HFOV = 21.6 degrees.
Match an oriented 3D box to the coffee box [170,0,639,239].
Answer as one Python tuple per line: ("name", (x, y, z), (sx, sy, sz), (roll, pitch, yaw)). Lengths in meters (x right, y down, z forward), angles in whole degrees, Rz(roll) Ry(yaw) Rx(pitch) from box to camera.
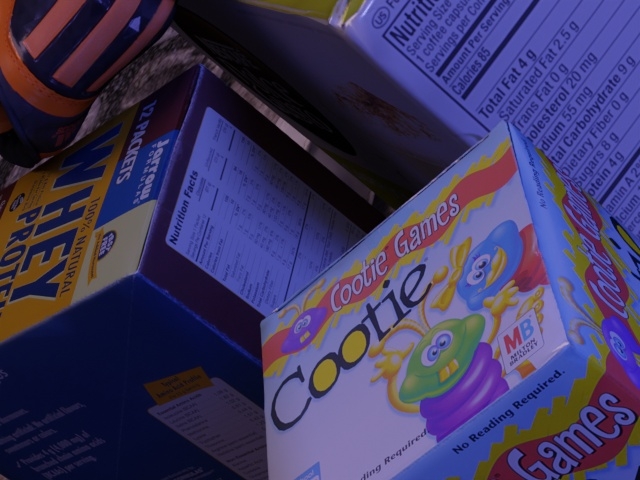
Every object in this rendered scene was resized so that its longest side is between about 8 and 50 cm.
("coffee box", (0.149, -0.163, 0.908), (0.338, 0.334, 0.338), (-54, 27, -4))

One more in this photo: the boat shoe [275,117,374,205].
("boat shoe", (0.000, 0.000, 1.214), (0.096, 0.098, 0.277), (-6, 61, 55))

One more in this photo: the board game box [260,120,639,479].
("board game box", (0.123, 0.109, 0.679), (0.144, 0.275, 0.142), (-40, 29, 22))

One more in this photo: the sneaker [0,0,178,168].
("sneaker", (-0.163, -0.159, 0.900), (0.180, 0.125, 0.321), (-47, 27, 15))

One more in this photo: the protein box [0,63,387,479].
("protein box", (-0.069, 0.053, 0.866), (0.200, 0.201, 0.136), (-27, 36, 38))
